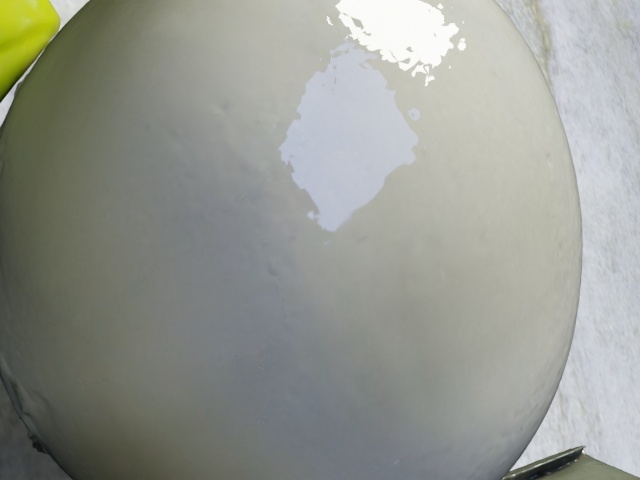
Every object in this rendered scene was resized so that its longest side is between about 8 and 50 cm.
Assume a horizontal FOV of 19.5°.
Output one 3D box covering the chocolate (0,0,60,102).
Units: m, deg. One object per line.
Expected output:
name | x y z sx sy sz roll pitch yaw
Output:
chocolate | -0.294 -0.127 0.828 0.301 0.137 0.289 53 29 -17

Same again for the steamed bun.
steamed bun | 0.000 0.000 0.907 0.324 0.206 0.324 3 86 -45

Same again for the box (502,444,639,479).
box | 0.087 0.219 0.954 0.231 0.149 0.155 -15 104 -22
